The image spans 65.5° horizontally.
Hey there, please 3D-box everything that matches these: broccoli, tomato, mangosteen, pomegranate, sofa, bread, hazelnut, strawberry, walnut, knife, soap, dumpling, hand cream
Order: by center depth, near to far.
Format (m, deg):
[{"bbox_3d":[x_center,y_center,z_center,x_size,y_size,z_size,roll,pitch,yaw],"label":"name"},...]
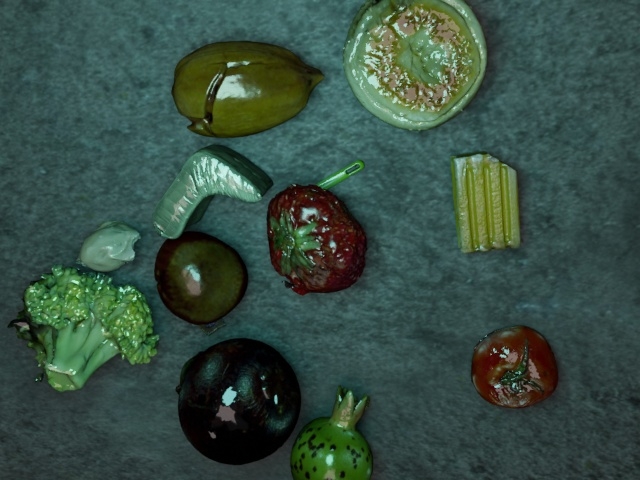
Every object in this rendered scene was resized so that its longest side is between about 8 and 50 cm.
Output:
[{"bbox_3d":[0.199,-0.389,1.063,0.305,0.159,0.306,2,109,5],"label":"bread"},{"bbox_3d":[-0.156,-0.333,1.087,0.335,0.209,0.209,-11,105,-1],"label":"walnut"},{"bbox_3d":[-0.246,-0.093,1.155,0.176,0.210,0.225,37,102,-8],"label":"sofa"},{"bbox_3d":[0.000,0.000,1.168,0.274,0.220,0.274,22,121,41],"label":"strawberry"},{"bbox_3d":[0.389,-0.093,1.176,0.140,0.073,0.232,-8,105,5],"label":"soap"},{"bbox_3d":[-0.296,0.083,1.207,0.229,0.229,0.230,1,106,4],"label":"hazelnut"},{"bbox_3d":[0.018,-0.130,1.222,0.212,0.015,0.054,-30,102,11],"label":"knife"},{"bbox_3d":[-0.584,0.247,1.226,0.347,0.281,0.293,26,116,-13],"label":"broccoli"},{"bbox_3d":[-0.208,0.401,1.244,0.329,0.330,0.331,1,106,4],"label":"mangosteen"},{"bbox_3d":[-0.528,0.012,1.249,0.198,0.136,0.118,2,143,24],"label":"dumpling"},{"bbox_3d":[0.503,0.343,1.279,0.227,0.101,0.228,2,107,7],"label":"tomato"},{"bbox_3d":[-0.320,0.179,1.322,0.062,0.039,0.163,-34,103,-4],"label":"hand cream"},{"bbox_3d":[0.033,0.544,1.333,0.230,0.231,0.286,9,65,1],"label":"pomegranate"}]
